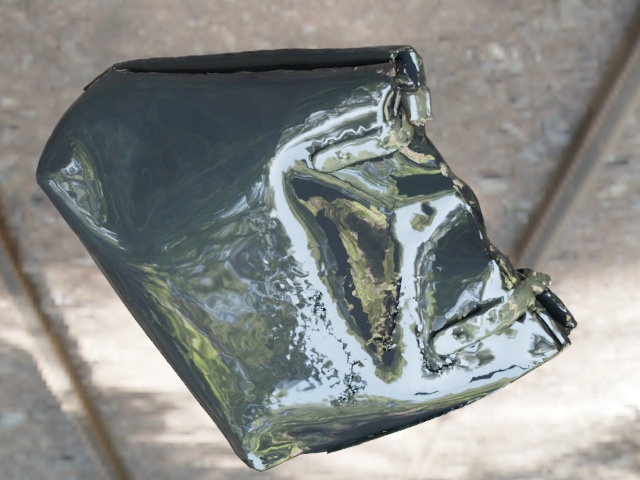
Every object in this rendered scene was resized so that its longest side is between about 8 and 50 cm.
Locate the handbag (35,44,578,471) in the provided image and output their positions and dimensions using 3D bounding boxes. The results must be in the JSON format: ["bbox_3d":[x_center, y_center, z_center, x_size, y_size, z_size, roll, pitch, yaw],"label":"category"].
[{"bbox_3d":[0.000,0.000,1.114,0.288,0.152,0.342,-11,125,36],"label":"handbag"}]
